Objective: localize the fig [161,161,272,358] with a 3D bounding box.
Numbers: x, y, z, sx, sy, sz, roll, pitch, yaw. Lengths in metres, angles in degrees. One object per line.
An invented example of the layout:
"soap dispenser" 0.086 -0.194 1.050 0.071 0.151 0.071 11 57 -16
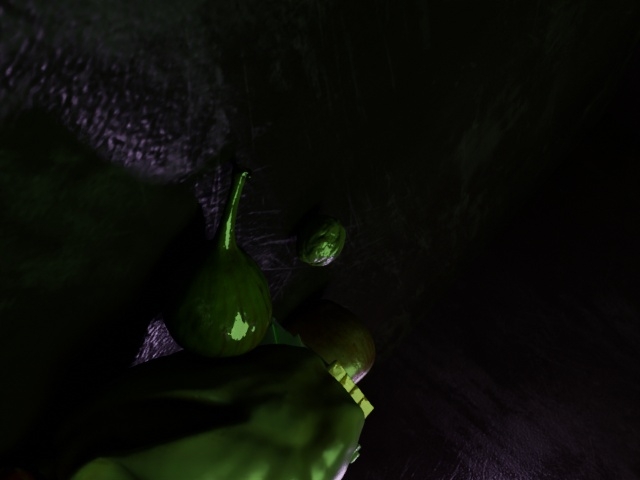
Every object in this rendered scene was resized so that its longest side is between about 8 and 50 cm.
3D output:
"fig" -0.111 0.036 1.039 0.151 0.151 0.259 -31 153 -47

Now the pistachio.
"pistachio" -0.157 0.285 1.140 0.445 0.281 0.365 -17 152 10

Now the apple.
"apple" 0.011 0.238 1.772 0.211 0.188 0.211 -40 163 -15

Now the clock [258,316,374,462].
"clock" -0.048 0.248 1.400 0.166 0.309 0.235 -45 165 -7

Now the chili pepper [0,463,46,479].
"chili pepper" -0.402 0.332 1.054 0.084 0.086 0.192 -17 168 -8

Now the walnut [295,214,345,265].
"walnut" 0.000 0.000 1.369 0.092 0.092 0.092 -44 164 -16
